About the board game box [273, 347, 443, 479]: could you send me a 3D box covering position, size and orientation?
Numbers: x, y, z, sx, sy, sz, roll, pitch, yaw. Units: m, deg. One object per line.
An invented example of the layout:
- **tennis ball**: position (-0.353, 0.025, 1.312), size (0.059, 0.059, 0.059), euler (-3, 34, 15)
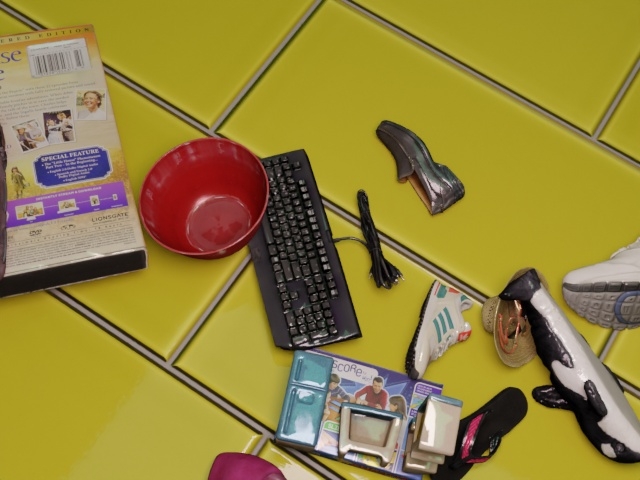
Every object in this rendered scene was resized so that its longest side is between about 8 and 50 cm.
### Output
- **board game box**: position (0.052, 0.231, 1.226), size (0.201, 0.035, 0.136), euler (16, 66, 3)

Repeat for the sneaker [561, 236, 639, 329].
- **sneaker**: position (0.480, 0.043, 1.317), size (0.297, 0.111, 0.129), euler (-7, 51, -11)

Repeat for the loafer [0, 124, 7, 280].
- **loafer**: position (-0.458, -0.074, 1.195), size (0.109, 0.095, 0.303), euler (-23, 54, 15)

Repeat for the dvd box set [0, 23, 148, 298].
- **dvd box set**: position (-0.436, -0.118, 1.299), size (0.307, 0.062, 0.421), euler (-12, 61, -14)

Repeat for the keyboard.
- **keyboard**: position (0.000, 0.000, 1.309), size (0.201, 0.033, 0.317), euler (-12, 61, -9)

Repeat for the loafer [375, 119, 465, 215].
- **loafer**: position (0.138, -0.111, 1.372), size (0.061, 0.062, 0.170), euler (-40, 73, -14)

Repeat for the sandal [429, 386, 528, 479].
- **sandal**: position (0.213, 0.258, 1.210), size (0.179, 0.040, 0.067), euler (-36, 107, -19)

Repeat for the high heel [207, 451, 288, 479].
- **high heel**: position (-0.137, 0.449, 1.107), size (0.181, 0.127, 0.377), euler (17, 69, 41)

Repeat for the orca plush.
- **orca plush**: position (0.319, 0.186, 1.227), size (0.102, 0.151, 0.287), euler (-36, 98, 21)

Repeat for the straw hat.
- **straw hat**: position (0.259, 0.104, 1.280), size (0.061, 0.144, 0.144), euler (4, 56, 46)

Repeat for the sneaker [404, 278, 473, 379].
- **sneaker**: position (0.169, 0.127, 1.257), size (0.075, 0.057, 0.161), euler (21, 49, 3)

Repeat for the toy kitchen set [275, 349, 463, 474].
- **toy kitchen set**: position (0.059, 0.198, 1.130), size (0.207, 0.166, 0.122), euler (12, 66, 1)

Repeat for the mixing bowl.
- **mixing bowl**: position (-0.154, -0.042, 1.281), size (0.181, 0.098, 0.182), euler (-3, 63, 6)
